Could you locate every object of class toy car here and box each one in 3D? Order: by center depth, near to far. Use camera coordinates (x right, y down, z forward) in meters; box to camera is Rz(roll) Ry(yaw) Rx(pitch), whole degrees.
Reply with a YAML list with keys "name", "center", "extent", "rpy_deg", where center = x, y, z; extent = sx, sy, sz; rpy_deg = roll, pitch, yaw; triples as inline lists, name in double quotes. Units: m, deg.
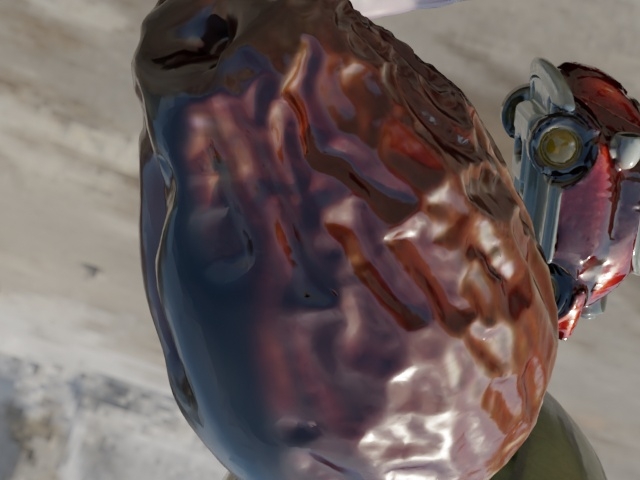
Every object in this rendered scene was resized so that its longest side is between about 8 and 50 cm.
- name: "toy car"
  center: [0.149, -0.020, 0.956]
  extent: [0.112, 0.139, 0.112]
  rpy_deg: [4, -166, -4]

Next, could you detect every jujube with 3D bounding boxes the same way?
- name: "jujube"
  center: [0.000, 0.000, 0.701]
  extent: [0.168, 0.168, 0.236]
  rpy_deg: [9, 141, 33]

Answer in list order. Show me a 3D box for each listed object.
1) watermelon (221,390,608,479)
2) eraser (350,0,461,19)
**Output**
- name: "watermelon"
  center: [0.052, 0.238, 1.195]
  extent: [0.279, 0.359, 0.279]
  rpy_deg: [10, 135, 10]
- name: "eraser"
  center: [0.022, -0.289, 1.137]
  extent: [0.359, 0.272, 0.122]
  rpy_deg: [53, 149, 39]
